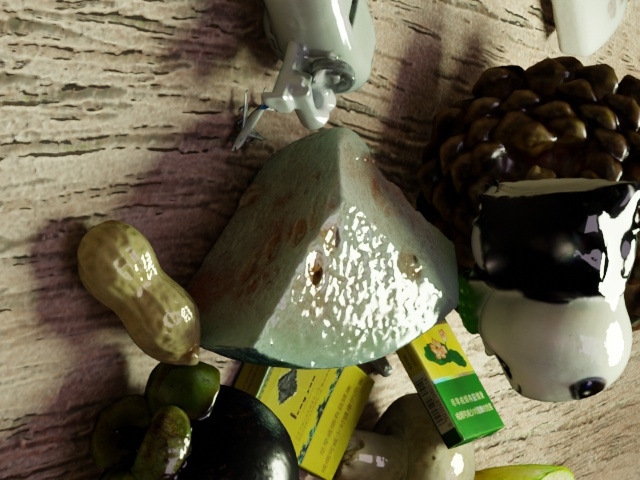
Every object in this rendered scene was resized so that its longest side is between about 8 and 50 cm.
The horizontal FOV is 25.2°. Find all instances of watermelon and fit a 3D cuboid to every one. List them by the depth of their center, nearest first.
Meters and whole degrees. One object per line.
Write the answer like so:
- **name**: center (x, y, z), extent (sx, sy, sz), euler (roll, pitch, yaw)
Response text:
- **watermelon**: center (0.000, 0.000, 1.589), extent (0.387, 0.228, 0.258), euler (-19, 118, -45)

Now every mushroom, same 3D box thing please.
- **mushroom**: center (0.106, 0.306, 1.971), extent (0.204, 0.204, 0.204), euler (-34, 132, -47)

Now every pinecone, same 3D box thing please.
- **pinecone**: center (0.317, -0.043, 1.934), extent (0.397, 0.397, 0.398), euler (-34, 132, -47)

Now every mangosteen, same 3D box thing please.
- **mangosteen**: center (-0.134, 0.247, 1.506), extent (0.243, 0.243, 0.243), euler (-34, 132, -47)

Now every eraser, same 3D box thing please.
- **eraser**: center (0.390, -0.428, 2.121), extent (0.174, 0.094, 0.270), euler (-57, 148, -30)

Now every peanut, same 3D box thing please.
- **peanut**: center (-0.176, 0.057, 1.422), extent (0.187, 0.082, 0.082), euler (53, 57, -26)

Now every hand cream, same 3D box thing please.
- **hand cream**: center (0.077, 0.163, 1.988), extent (0.030, 0.019, 0.093), euler (-58, 140, -20)

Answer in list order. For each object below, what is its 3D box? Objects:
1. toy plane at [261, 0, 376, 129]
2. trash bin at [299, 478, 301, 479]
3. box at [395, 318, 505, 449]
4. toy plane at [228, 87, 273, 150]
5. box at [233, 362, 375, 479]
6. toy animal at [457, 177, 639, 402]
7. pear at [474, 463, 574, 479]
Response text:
- **toy plane**: center (-0.014, -0.249, 1.516), extent (0.267, 0.122, 0.267), euler (-1, 90, -67)
- **trash bin**: center (-0.079, 0.388, 1.708), extent (0.175, 0.175, 0.161), euler (-29, 138, -50)
- **box**: center (0.156, 0.165, 1.943), extent (0.034, 0.235, 0.132), euler (-36, 164, 28)
- **toy plane**: center (-0.077, -0.129, 1.571), extent (0.084, 0.024, 0.078), euler (-49, 144, -24)
- **box**: center (-0.023, 0.201, 1.813), extent (0.153, 0.041, 0.279), euler (-65, 149, -12)
- **toy animal**: center (0.264, 0.055, 1.689), extent (0.212, 0.212, 0.267), euler (-11, 107, -57)
- **pear**: center (0.266, 0.520, 2.328), extent (0.399, 0.165, 0.399), euler (-34, 133, -47)
